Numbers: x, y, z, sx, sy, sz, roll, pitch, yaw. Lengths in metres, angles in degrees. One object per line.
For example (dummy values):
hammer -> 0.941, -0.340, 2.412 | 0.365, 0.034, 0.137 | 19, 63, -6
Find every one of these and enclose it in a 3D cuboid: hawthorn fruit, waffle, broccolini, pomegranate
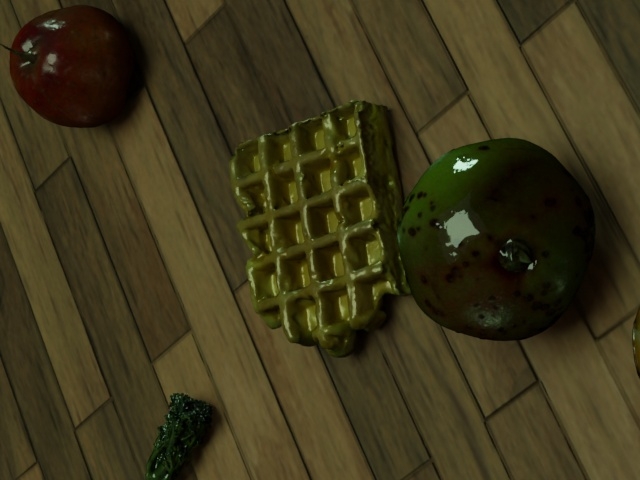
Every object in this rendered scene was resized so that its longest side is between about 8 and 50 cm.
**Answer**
hawthorn fruit -> -0.251, -0.167, 1.831 | 0.125, 0.140, 0.125 | 25, 133, 30
waffle -> 0.000, 0.000, 1.628 | 0.160, 0.055, 0.210 | -17, 74, 38
broccolini -> -0.160, 0.246, 1.750 | 0.054, 0.051, 0.239 | 38, 115, 32
pomegranate -> 0.129, -0.004, 1.467 | 0.205, 0.159, 0.159 | 38, 111, 66

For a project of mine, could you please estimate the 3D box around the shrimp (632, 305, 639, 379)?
shrimp -> 0.339, 0.038, 1.337 | 0.198, 0.051, 0.262 | 35, 110, 31
